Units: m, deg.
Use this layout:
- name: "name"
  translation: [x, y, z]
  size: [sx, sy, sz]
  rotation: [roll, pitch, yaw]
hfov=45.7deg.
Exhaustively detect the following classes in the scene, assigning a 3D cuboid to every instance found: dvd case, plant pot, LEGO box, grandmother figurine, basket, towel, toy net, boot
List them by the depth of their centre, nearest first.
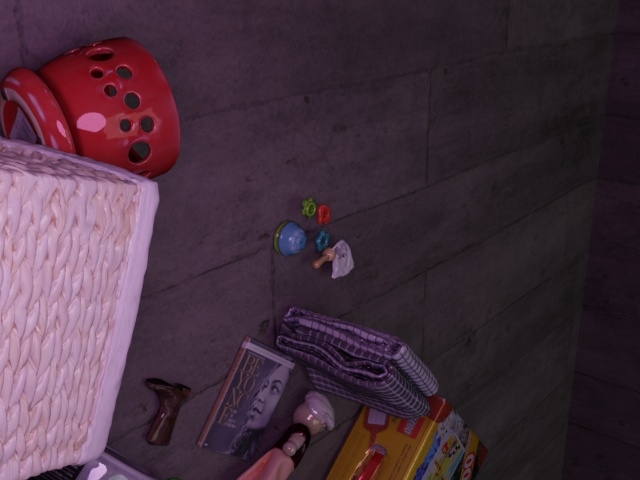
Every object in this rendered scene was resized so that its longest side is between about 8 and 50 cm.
- name: "basket"
  translation: [-0.393, 0.055, 0.778]
  size: [0.266, 0.328, 0.332]
  rotation: [-1, 105, -65]
- name: "plant pot"
  translation: [-0.301, -0.149, 0.979]
  size: [0.174, 0.191, 0.191]
  rotation: [-29, 124, -36]
- name: "boot"
  translation: [-0.277, 0.297, 1.293]
  size: [0.106, 0.037, 0.114]
  rotation: [30, 84, -49]
- name: "dvd case"
  translation: [-0.139, 0.311, 1.480]
  size: [0.164, 0.018, 0.221]
  rotation: [37, 74, -50]
- name: "towel"
  translation: [0.067, 0.246, 1.496]
  size: [0.235, 0.283, 0.121]
  rotation: [46, 64, -51]
- name: "toy net"
  translation: [0.000, 0.000, 1.523]
  size: [0.232, 0.045, 0.122]
  rotation: [32, 76, -53]
- name: "grandmother figurine"
  translation: [-0.080, 0.437, 1.524]
  size: [0.342, 0.104, 0.208]
  rotation: [-48, 179, -38]
- name: "LEGO box"
  translation: [0.173, 0.637, 1.838]
  size: [0.500, 0.193, 0.372]
  rotation: [-60, 140, -17]

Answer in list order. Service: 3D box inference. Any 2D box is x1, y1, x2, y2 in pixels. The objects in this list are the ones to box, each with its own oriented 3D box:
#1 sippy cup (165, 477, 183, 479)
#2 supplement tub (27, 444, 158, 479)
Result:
- name: "sippy cup"
  translation: [-0.269, 0.551, 1.242]
  size: [0.224, 0.240, 0.306]
  rotation: [-31, 120, -34]
- name: "supplement tub"
  translation: [-0.387, 0.440, 1.077]
  size: [0.316, 0.193, 0.193]
  rotation: [-60, 140, -17]
